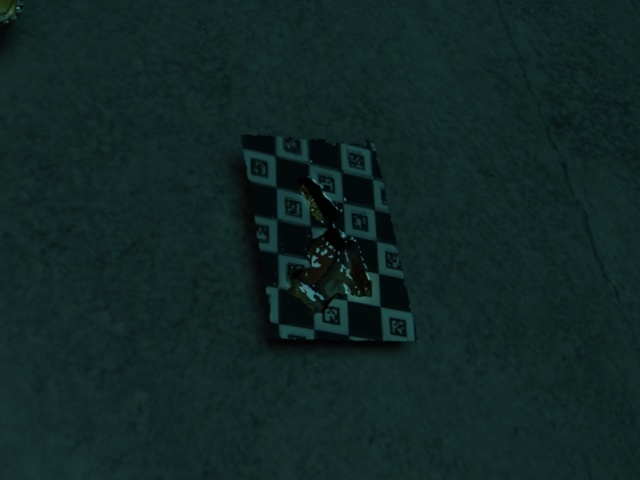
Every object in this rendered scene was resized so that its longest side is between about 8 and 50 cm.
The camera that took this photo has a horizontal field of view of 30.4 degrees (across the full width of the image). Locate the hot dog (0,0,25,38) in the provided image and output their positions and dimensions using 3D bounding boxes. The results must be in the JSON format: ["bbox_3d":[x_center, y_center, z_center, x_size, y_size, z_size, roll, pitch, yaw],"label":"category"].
[{"bbox_3d":[-0.366,-0.191,0.921,0.268,0.075,0.144,-23,75,-34],"label":"hot dog"}]

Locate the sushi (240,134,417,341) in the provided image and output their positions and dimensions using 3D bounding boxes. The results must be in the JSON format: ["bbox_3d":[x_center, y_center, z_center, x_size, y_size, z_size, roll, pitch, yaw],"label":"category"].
[{"bbox_3d":[0.000,0.000,1.018,0.139,0.031,0.201,4,61,-27],"label":"sushi"}]
